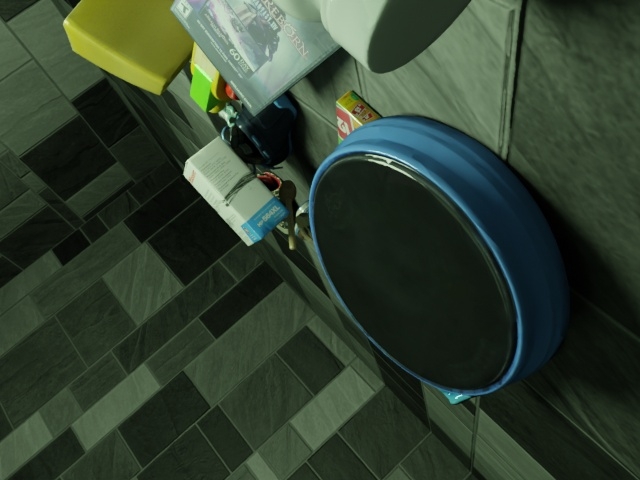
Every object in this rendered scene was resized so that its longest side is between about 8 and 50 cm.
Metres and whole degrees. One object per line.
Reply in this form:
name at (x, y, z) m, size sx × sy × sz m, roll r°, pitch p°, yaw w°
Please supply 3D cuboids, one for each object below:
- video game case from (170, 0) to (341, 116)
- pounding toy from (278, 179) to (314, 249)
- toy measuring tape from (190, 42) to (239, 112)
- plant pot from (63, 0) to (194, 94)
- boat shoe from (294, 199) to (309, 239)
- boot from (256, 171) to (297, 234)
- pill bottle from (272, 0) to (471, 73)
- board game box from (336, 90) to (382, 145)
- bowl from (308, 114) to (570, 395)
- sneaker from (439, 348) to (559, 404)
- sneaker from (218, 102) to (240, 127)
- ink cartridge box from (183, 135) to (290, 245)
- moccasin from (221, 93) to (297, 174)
video game case at (-0.086, -0.288, 0.760) m, size 0.196 × 0.026 × 0.274 m, roll 52°, pitch 152°, yaw -13°
pounding toy at (0.000, 0.000, 1.249) m, size 0.269 × 0.155 × 0.154 m, roll 47°, pitch 164°, yaw 8°
toy measuring tape at (-0.134, -0.324, 0.922) m, size 0.121 × 0.121 × 0.330 m, roll 47°, pitch 146°, yaw 11°
plant pot at (-0.334, -0.403, 1.120) m, size 0.187 × 0.212 × 0.212 m, roll 38°, pitch 172°, yaw -17°
boat shoe at (-0.023, -0.031, 1.463) m, size 0.066 × 0.066 × 0.183 m, roll 44°, pitch 168°, yaw 16°
boot at (-0.155, -0.128, 1.608) m, size 0.236 × 0.085 × 0.178 m, roll 33°, pitch 159°, yaw 35°
pill bottle at (-0.015, -0.265, 0.416) m, size 0.283 × 0.161 × 0.161 m, roll 47°, pitch 169°, yaw 11°
board game box at (0.079, -0.112, 0.901) m, size 0.124 × 0.039 × 0.259 m, roll 46°, pitch 171°, yaw 17°
bowl at (0.127, 0.033, 0.770) m, size 0.391 × 0.077 × 0.391 m, roll 38°, pitch 146°, yaw 32°
sneaker at (0.261, 0.182, 0.904) m, size 0.125 × 0.140 × 0.340 m, roll 47°, pitch 167°, yaw 24°
sneaker at (-0.218, -0.299, 1.409) m, size 0.098 × 0.038 × 0.069 m, roll 60°, pitch 169°, yaw -5°
ink cartridge box at (-0.171, -0.094, 1.168) m, size 0.203 × 0.086 × 0.148 m, roll 49°, pitch 165°, yaw -7°
moccasin at (-0.134, -0.212, 1.155) m, size 0.137 × 0.117 × 0.342 m, roll 48°, pitch 169°, yaw 5°
